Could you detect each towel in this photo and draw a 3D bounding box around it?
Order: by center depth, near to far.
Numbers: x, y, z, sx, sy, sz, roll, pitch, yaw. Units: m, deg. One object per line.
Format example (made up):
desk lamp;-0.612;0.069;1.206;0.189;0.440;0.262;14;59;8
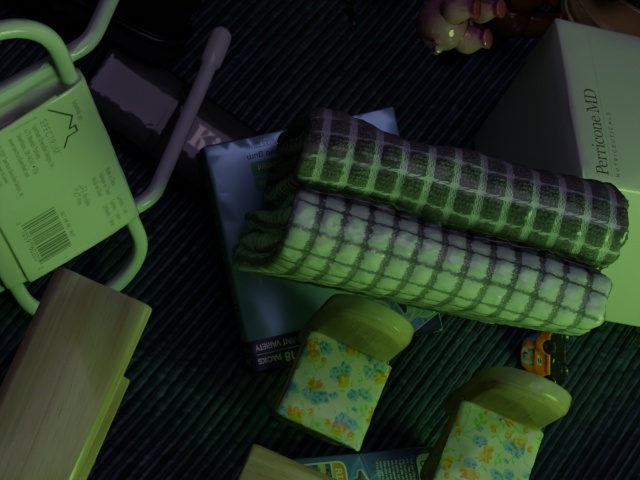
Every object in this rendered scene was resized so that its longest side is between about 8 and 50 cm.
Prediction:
towel;0.073;-0.013;1.377;0.235;0.284;0.121;13;87;-8

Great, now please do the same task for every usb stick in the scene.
usb stick;-0.077;-0.064;1.562;0.278;0.045;0.077;35;67;-7

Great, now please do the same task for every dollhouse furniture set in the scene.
dollhouse furniture set;-0.044;0.199;1.329;0.394;0.256;0.362;24;72;-4

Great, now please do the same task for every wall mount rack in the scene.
wall mount rack;-0.184;-0.102;1.391;0.304;0.350;0.130;-32;60;-10

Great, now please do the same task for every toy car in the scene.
toy car;0.203;0.075;1.638;0.040;0.060;0.122;8;39;28

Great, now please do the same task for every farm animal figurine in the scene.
farm animal figurine;0.084;-0.300;1.601;0.330;0.172;0.326;17;77;-61

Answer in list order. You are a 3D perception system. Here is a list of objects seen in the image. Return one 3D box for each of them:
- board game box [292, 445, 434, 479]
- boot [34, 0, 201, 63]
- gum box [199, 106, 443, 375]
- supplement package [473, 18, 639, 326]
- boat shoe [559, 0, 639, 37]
board game box;0.051;0.266;1.500;0.136;0.035;0.201;-2;72;-22
boot;-0.171;-0.278;1.498;0.246;0.207;0.094;29;31;0
gum box;0.000;0.000;1.528;0.157;0.041;0.184;-13;90;-11
supplement package;0.300;-0.041;1.607;0.293;0.175;0.177;10;52;-18
boat shoe;0.303;-0.172;1.733;0.190;0.072;0.068;39;63;-4
